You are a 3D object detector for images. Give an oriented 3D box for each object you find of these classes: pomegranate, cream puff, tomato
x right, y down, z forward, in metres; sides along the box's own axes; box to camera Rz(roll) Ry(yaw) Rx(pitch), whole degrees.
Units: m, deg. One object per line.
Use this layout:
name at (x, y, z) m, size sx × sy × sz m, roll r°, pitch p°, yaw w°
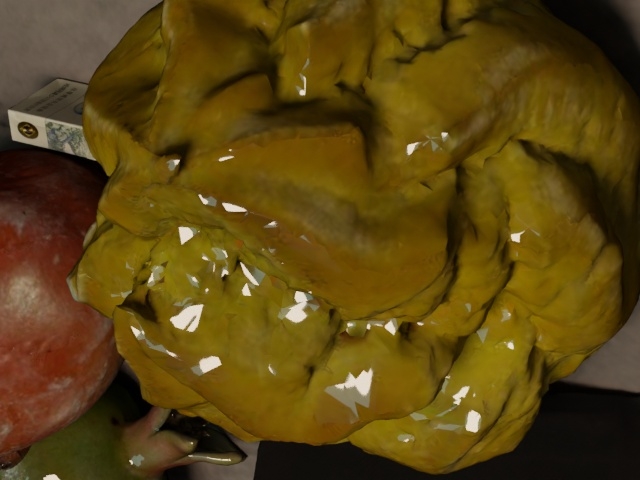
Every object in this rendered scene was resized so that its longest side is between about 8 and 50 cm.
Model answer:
pomegranate at (-0.146, 0.151, 1.201) m, size 0.191 × 0.131 × 0.152 m, roll -34°, pitch 92°, yaw 21°
cream puff at (0.000, 0.002, 0.899) m, size 0.291 × 0.257 × 0.324 m, roll 41°, pitch 133°, yaw 9°
tomato at (-0.172, 0.029, 1.087) m, size 0.155 × 0.214 × 0.181 m, roll -22°, pitch 110°, yaw 2°

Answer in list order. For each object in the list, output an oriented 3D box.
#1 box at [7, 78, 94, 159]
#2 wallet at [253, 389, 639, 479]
box at (-0.145, -0.075, 1.082) m, size 0.083 × 0.054 × 0.024 m, roll 14°, pitch 122°, yaw 27°
wallet at (0.057, 0.228, 0.967) m, size 0.247 × 0.323 × 0.041 m, roll 2°, pitch 154°, yaw 20°
